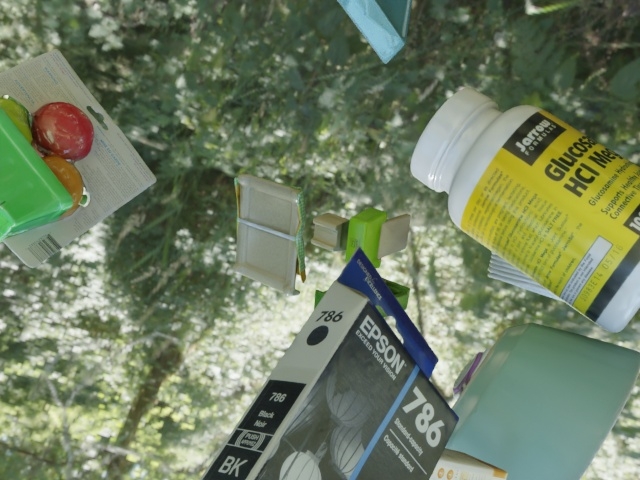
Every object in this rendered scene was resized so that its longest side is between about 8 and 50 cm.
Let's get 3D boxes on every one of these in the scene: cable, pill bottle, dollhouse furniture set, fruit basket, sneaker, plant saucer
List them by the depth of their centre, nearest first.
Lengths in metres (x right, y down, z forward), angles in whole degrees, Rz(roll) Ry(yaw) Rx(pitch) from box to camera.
[{"bbox_3d":[0.044,-0.204,0.447,0.018,0.192,0.067,-4,154,32],"label":"plant saucer"},{"bbox_3d":[0.288,-0.052,0.954,0.334,0.188,0.188,37,179,21],"label":"pill bottle"},{"bbox_3d":[0.000,0.000,1.302,0.301,0.198,0.151,20,-157,37],"label":"dollhouse furniture set"},{"bbox_3d":[-0.516,-0.160,1.382,0.165,0.353,0.327,-29,103,36],"label":"fruit basket"},{"bbox_3d":[0.449,0.067,1.422,0.257,0.089,0.257,16,-176,-42],"label":"cable"},{"bbox_3d":[0.342,0.318,1.470,0.152,0.114,0.305,33,-161,2],"label":"sneaker"}]

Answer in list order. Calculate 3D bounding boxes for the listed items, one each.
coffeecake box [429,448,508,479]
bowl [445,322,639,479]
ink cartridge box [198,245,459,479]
[{"bbox_3d":[0.097,0.285,0.771,0.185,0.142,0.068,23,173,-38],"label":"coffeecake box"},{"bbox_3d":[0.270,0.233,1.002,0.163,0.312,0.311,34,177,15],"label":"bowl"},{"bbox_3d":[0.014,0.171,0.606,0.065,0.333,0.165,-8,129,46],"label":"ink cartridge box"}]
